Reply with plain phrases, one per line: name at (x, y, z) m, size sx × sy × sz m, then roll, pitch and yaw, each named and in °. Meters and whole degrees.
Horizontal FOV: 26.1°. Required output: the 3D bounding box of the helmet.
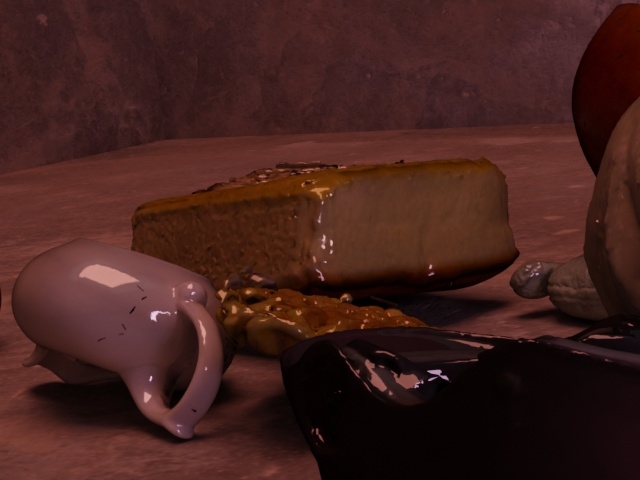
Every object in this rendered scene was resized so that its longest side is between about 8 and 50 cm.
helmet at (0.113, 0.128, 0.723) m, size 0.225 × 0.177 × 0.305 m, roll -4°, pitch -2°, yaw -31°

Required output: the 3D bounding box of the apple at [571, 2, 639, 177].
apple at (0.432, -0.098, 1.375) m, size 0.328 × 0.295 × 0.365 m, roll -9°, pitch 16°, yaw -10°

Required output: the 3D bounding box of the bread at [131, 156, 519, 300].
bread at (0.000, 0.000, 1.519) m, size 0.323 × 0.143 × 0.333 m, roll -6°, pitch 0°, yaw -41°

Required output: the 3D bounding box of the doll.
doll at (0.295, 0.045, 1.400) m, size 0.214 × 0.072 × 0.103 m, roll -2°, pitch 2°, yaw 40°

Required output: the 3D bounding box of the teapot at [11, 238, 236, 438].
teapot at (-0.175, 0.086, 1.256) m, size 0.208 × 0.166 × 0.299 m, roll 36°, pitch -7°, yaw -32°

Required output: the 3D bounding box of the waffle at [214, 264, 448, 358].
waffle at (0.038, 0.085, 1.176) m, size 0.262 × 0.060 × 0.280 m, roll 16°, pitch 2°, yaw 4°

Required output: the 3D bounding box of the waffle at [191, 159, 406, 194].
waffle at (-0.018, -0.038, 1.940) m, size 0.261 × 0.114 × 0.376 m, roll -4°, pitch 10°, yaw 16°

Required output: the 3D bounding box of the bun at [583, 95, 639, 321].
bun at (0.343, 0.039, 0.835) m, size 0.365 × 0.219 × 0.365 m, roll 13°, pitch -27°, yaw 7°
